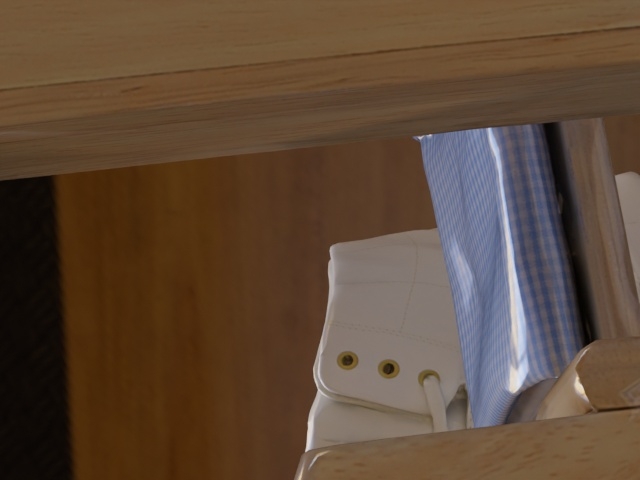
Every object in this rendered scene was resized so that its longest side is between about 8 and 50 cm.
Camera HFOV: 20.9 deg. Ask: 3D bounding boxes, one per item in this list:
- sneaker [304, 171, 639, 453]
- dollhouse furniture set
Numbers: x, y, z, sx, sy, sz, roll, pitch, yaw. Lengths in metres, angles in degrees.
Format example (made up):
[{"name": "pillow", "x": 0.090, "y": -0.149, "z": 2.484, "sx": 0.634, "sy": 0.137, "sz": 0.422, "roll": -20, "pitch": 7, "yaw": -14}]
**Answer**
[{"name": "sneaker", "x": 0.082, "y": 0.098, "z": 0.657, "sx": 0.292, "sy": 0.169, "sz": 0.108, "roll": -107, "pitch": 8, "yaw": -49}, {"name": "dollhouse furniture set", "x": 0.000, "y": 0.000, "z": 0.463, "sx": 0.198, "sy": 0.303, "sz": 0.286, "roll": -6, "pitch": 74, "yaw": -5}]
